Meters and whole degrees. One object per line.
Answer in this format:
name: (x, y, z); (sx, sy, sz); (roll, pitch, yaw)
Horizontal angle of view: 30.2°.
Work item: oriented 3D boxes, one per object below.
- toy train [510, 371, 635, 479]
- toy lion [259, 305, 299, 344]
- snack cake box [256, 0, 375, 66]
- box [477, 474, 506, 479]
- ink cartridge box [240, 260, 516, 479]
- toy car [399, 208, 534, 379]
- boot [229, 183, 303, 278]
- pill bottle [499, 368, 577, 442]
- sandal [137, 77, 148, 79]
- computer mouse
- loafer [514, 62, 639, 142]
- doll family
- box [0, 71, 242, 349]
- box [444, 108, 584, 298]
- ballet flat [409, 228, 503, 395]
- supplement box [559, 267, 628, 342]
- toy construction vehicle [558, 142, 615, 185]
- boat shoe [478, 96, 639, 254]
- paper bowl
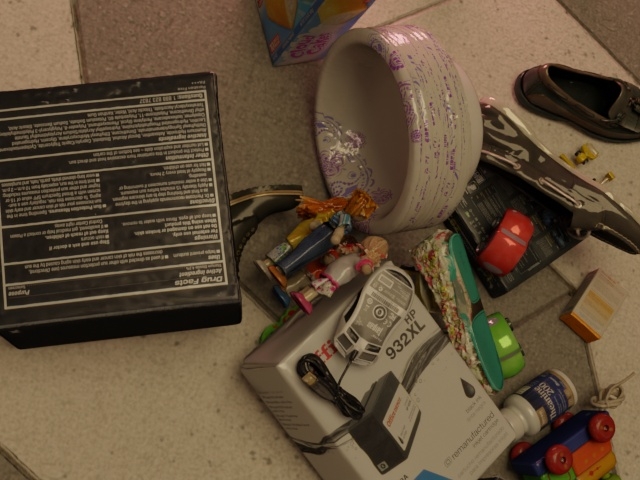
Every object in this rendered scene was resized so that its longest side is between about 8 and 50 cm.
toy train: (0.405, 0.313, 1.719); (0.248, 0.105, 0.143); (-29, 97, -25)
toy lion: (-0.037, 0.136, 1.636); (0.100, 0.034, 0.096); (4, 67, -20)
snack cake box: (-0.007, -0.368, 1.660); (0.089, 0.264, 0.152); (-12, 80, -23)
box: (0.206, 0.408, 1.579); (0.093, 0.156, 0.158); (31, 67, -12)
ink cartridge box: (0.079, 0.214, 1.576); (0.223, 0.129, 0.307); (-41, 102, -25)
toy car: (0.234, 0.098, 1.699); (0.239, 0.053, 0.225); (-26, 94, 1)
boot: (-0.108, 0.003, 1.629); (0.198, 0.077, 0.137); (-14, 85, -10)
pill bottle: (0.308, 0.241, 1.715); (0.120, 0.067, 0.067); (-30, 87, -25)
sandal: (-0.222, -0.144, 1.637); (0.067, 0.040, 0.179); (-6, 77, -22)
computer mouse: (0.053, 0.119, 1.482); (0.106, 0.042, 0.193); (36, 75, -11)
loafer: (0.444, -0.221, 1.889); (0.267, 0.084, 0.096); (11, 71, -18)
doll family: (0.000, 0.000, 1.557); (0.163, 0.263, 0.118); (-38, 98, -9)
box: (-0.259, -0.031, 1.482); (0.296, 0.183, 0.294); (-6, 76, -5)
box: (0.275, -0.057, 1.791); (0.183, 0.059, 0.232); (-32, 88, -23)
ballet flat: (0.187, 0.102, 1.641); (0.091, 0.077, 0.241); (-18, 91, -61)
supplement box: (0.419, 0.099, 1.814); (0.062, 0.036, 0.098); (41, 65, -5)
toy construction vehicle: (0.411, -0.104, 1.876); (0.098, 0.035, 0.086); (-36, 79, -28)
boat shoe: (0.333, -0.071, 1.733); (0.335, 0.112, 0.095); (40, 83, -1)
paper bowl: (0.116, -0.155, 1.635); (0.148, 0.284, 0.284); (-9, 78, -25)
